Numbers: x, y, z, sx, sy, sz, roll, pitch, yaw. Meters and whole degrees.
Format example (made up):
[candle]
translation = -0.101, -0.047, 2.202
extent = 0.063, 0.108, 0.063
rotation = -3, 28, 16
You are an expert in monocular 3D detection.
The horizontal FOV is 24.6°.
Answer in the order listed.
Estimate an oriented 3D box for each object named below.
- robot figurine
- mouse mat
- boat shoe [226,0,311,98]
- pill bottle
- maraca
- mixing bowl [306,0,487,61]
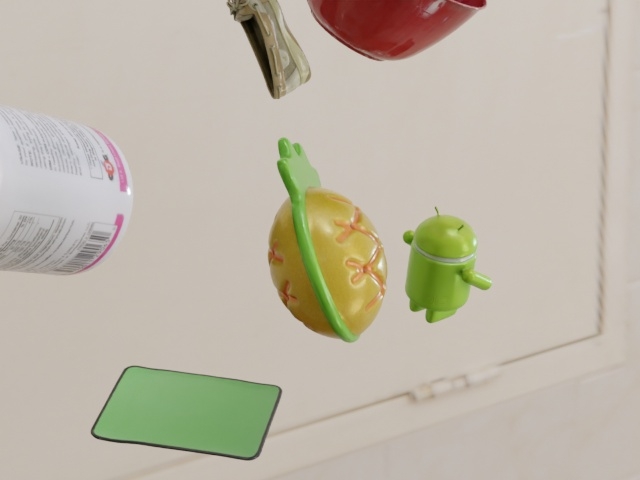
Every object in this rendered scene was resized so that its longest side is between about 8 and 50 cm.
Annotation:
[robot figurine]
translation = 0.122, 0.025, 1.482
extent = 0.101, 0.067, 0.115
rotation = 35, -50, 41
[mouse mat]
translation = -0.146, 0.189, 1.632
extent = 0.189, 0.153, 0.007
rotation = 6, -63, 8
[boat shoe]
translation = -0.066, -0.225, 1.555
extent = 0.153, 0.048, 0.056
rotation = 61, -21, -15
[pill bottle]
translation = -0.323, -0.053, 1.410
extent = 0.160, 0.283, 0.160
rotation = -3, -96, 28
[maraca]
translation = 0.000, 0.000, 1.277
extent = 0.099, 0.127, 0.186
rotation = -19, -97, 10
[mixing bowl]
translation = 0.052, -0.230, 1.356
extent = 0.181, 0.181, 0.098
rotation = 50, -64, 31
